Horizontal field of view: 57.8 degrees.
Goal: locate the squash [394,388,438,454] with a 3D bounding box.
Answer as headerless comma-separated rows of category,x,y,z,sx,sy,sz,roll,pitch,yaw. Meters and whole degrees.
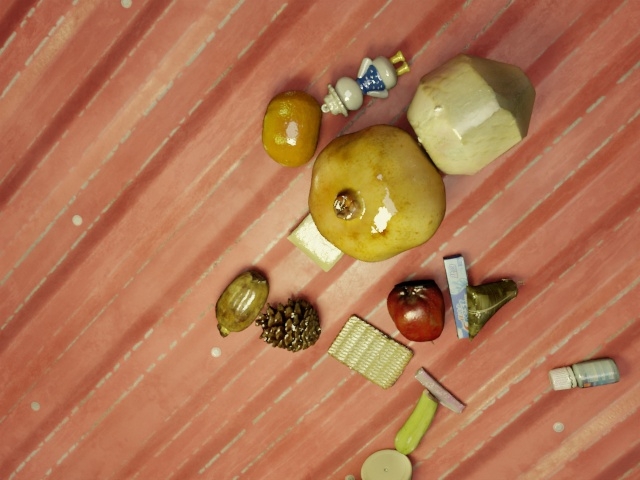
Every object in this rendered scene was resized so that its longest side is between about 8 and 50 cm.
squash,0.328,0.622,1.967,0.083,0.083,0.250,25,108,1

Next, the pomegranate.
pomegranate,0.157,-0.134,1.682,0.417,0.416,0.416,1,101,6

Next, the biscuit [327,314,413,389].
biscuit,0.171,0.380,1.970,0.255,0.029,0.172,33,102,0

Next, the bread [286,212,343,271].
bread,0.000,0.000,1.899,0.178,0.060,0.139,43,103,-3

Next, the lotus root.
lotus root,-0.269,0.217,1.935,0.145,0.128,0.260,40,105,25

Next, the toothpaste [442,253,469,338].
toothpaste,0.454,0.182,1.887,0.066,0.053,0.272,-11,100,9

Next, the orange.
orange,-0.092,-0.345,1.792,0.179,0.158,0.237,11,102,2

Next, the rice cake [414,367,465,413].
rice cake,0.404,0.510,1.965,0.207,0.036,0.047,43,112,-3

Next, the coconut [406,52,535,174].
coconut,0.434,-0.368,1.643,0.353,0.352,0.352,1,101,6

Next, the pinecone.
pinecone,-0.102,0.281,1.910,0.205,0.179,0.184,-4,145,25

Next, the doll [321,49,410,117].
doll,0.131,-0.474,1.771,0.293,0.119,0.138,-31,112,6

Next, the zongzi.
zongzi,0.550,0.219,1.844,0.187,0.084,0.184,-10,107,-17

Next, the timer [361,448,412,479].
timer,0.252,0.885,2.018,0.175,0.175,0.266,-11,118,8

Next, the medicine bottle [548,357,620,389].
medicine bottle,0.850,0.435,1.876,0.203,0.083,0.083,-10,100,9

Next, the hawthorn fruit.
hawthorn fruit,0.316,0.237,1.863,0.190,0.189,0.251,-16,118,9
